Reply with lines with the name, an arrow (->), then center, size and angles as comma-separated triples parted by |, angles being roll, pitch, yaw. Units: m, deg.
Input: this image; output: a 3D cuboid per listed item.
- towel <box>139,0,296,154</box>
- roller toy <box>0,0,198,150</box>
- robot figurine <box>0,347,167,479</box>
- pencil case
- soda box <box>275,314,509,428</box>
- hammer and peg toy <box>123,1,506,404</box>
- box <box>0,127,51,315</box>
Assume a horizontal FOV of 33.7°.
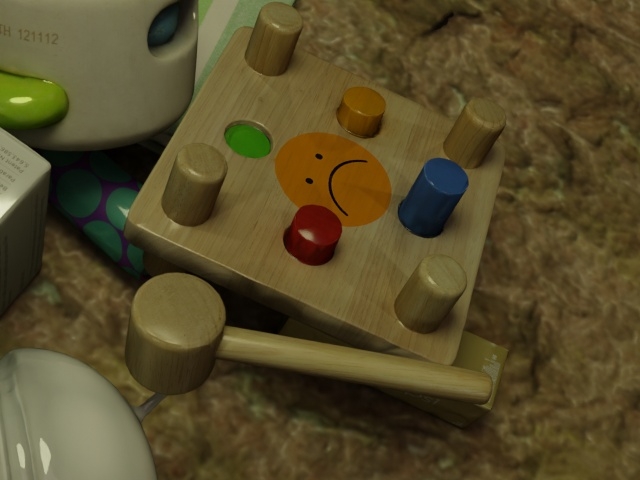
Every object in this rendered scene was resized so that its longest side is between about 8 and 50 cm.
towel -> -0.198, -0.220, 0.955 | 0.324, 0.038, 0.248 | 23, 61, -5
roller toy -> -0.188, -0.171, 0.795 | 0.191, 0.146, 0.209 | -11, 37, -27
robot figurine -> -0.254, 0.179, 0.660 | 0.353, 0.200, 0.300 | -8, 109, -20
pencil case -> -0.175, -0.034, 0.860 | 0.151, 0.064, 0.070 | 41, 23, 5
soda box -> 0.058, 0.088, 0.875 | 0.181, 0.061, 0.058 | 25, 61, -4
hammer and peg toy -> 0.000, 0.000, 0.785 | 0.266, 0.127, 0.361 | 24, 47, -4
box -> -0.301, -0.023, 0.749 | 0.182, 0.181, 0.119 | 34, 60, 0
